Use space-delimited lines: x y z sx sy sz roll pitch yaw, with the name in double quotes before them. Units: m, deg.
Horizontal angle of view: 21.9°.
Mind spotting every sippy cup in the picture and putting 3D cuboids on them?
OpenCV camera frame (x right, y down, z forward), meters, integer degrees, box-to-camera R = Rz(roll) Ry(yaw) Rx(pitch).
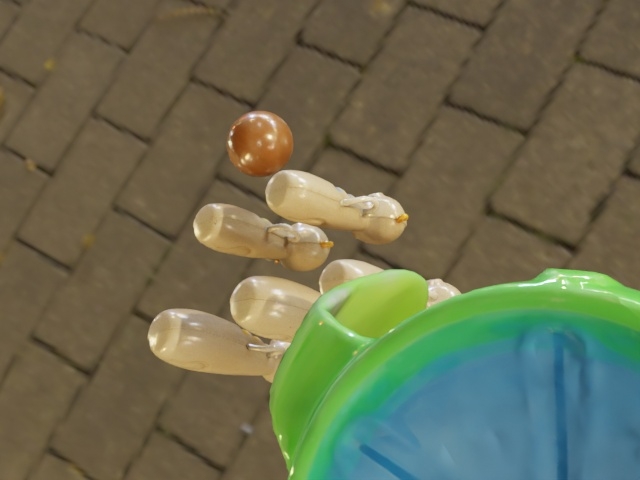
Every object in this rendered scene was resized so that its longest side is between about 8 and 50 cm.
"sippy cup" 0.136 0.129 0.688 0.240 0.224 0.306 -25 78 30

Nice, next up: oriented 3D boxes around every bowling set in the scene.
"bowling set" 0.000 0.000 1.322 0.287 0.154 0.200 -14 66 48
